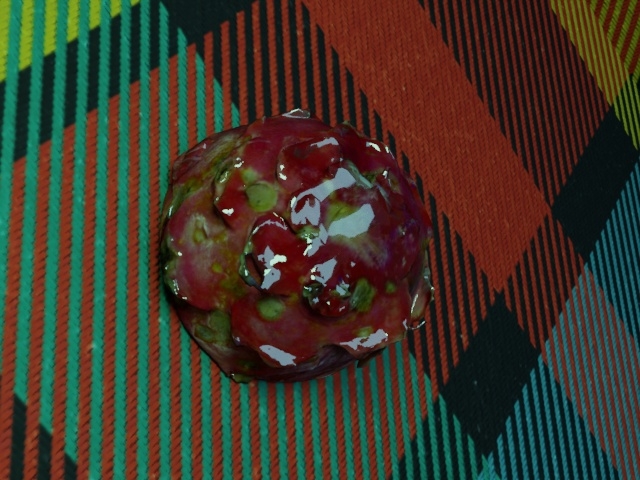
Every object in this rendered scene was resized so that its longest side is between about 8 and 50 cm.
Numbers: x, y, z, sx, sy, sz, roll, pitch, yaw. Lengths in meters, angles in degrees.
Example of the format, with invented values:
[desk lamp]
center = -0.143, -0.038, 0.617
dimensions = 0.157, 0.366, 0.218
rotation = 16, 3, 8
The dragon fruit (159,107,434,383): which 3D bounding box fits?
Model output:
[dragon fruit]
center = 0.000, 0.000, 1.153
dimensions = 0.386, 0.249, 0.371
rotation = 45, 52, -18
